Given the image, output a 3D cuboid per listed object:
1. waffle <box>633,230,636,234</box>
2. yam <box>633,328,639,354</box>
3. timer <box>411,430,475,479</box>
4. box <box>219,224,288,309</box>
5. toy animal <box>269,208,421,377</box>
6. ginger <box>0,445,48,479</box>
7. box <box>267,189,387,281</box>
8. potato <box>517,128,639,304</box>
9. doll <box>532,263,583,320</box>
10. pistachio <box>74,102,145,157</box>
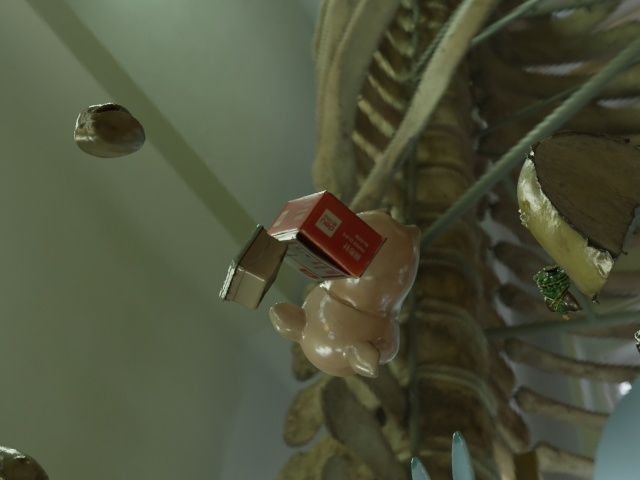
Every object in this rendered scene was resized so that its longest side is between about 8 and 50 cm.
[{"bbox_3d":[0.410,-0.031,1.477,0.152,0.097,0.023,4,-79,-53],"label":"waffle"},{"bbox_3d":[0.654,0.128,1.586,0.131,0.279,0.131,53,-168,-17],"label":"yam"},{"bbox_3d":[0.206,0.425,1.364,0.175,0.175,0.255,48,-142,-32],"label":"timer"},{"bbox_3d":[-0.100,0.045,1.499,0.062,0.089,0.122,26,-144,4],"label":"box"},{"bbox_3d":[0.074,0.104,1.813,0.237,0.326,0.269,28,-133,21],"label":"toy animal"},{"bbox_3d":[-0.474,0.443,1.568,0.304,0.244,0.155,44,-147,-45],"label":"ginger"},{"bbox_3d":[0.000,0.000,1.598,0.133,0.182,0.099,39,-107,-17],"label":"box"},{"bbox_3d":[0.259,-0.030,0.994,0.138,0.098,0.243,30,-143,16],"label":"potato"},{"bbox_3d":[0.456,0.105,1.893,0.076,0.078,0.113,-8,-90,-39],"label":"doll"},{"bbox_3d":[-0.414,-0.214,1.924,0.149,0.113,0.113,18,-130,-46],"label":"pistachio"}]
